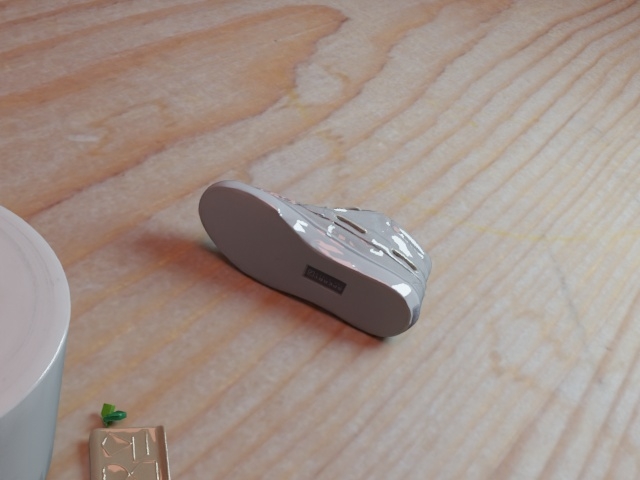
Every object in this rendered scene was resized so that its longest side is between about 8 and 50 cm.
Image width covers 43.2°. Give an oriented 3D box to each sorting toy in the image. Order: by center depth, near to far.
[{"bbox_3d":[-0.158,0.169,0.665,0.062,0.012,0.083,-1,48,-18],"label":"sorting toy"}]

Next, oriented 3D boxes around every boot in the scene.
[{"bbox_3d":[0.000,0.000,0.879,0.258,0.095,0.123,32,34,0],"label":"boot"}]

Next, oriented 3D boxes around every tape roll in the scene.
[{"bbox_3d":[-0.306,0.095,0.561,0.246,0.169,0.246,13,40,-11],"label":"tape roll"}]
